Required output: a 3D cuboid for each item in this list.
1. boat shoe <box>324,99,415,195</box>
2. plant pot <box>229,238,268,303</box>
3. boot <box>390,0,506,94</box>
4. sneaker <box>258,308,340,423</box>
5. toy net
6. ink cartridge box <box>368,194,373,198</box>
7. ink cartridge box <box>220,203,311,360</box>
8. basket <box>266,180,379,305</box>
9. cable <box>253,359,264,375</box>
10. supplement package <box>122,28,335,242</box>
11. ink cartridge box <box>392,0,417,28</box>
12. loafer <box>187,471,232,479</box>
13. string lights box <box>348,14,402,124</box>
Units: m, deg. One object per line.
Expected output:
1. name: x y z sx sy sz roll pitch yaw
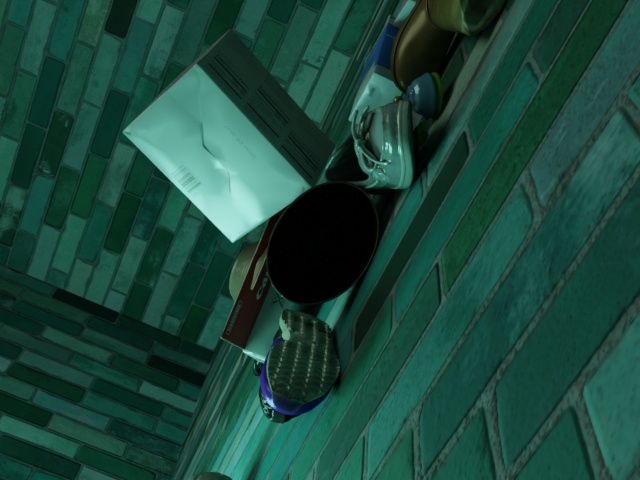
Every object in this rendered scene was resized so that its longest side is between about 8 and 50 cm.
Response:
1. boat shoe: 0.075 -0.131 1.256 0.320 0.103 0.118 146 121 -81
2. plant pot: -0.112 0.080 1.708 0.237 0.109 0.238 -50 -30 -43
3. boot: 0.189 -0.325 1.248 0.269 0.089 0.236 -114 39 -74
4. sneaker: -0.042 0.215 1.220 0.293 0.102 0.146 -75 6 -77
5. toy net: 0.142 -0.173 1.314 0.232 0.045 0.122 129 134 -75
6. ink cartridge box: 0.093 -0.109 1.500 0.048 0.028 0.083 -75 11 -52
7. ink cartridge box: -0.067 0.080 1.554 0.261 0.066 0.297 55 -125 -71
8. basket: 0.000 0.000 1.373 0.204 0.154 0.227 -55 3 1
9. cable: -0.109 0.221 1.867 0.150 0.047 0.185 -92 26 -75
10. supplement package: -0.147 -0.168 1.369 0.204 0.262 0.145 -32 20 34
11. ink cartridge box: 0.220 -0.535 1.792 0.109 0.063 0.151 132 161 -68
12. loafer: -0.233 0.573 1.489 0.111 0.112 0.320 25 -92 -61
13. string lights box: 0.138 -0.366 1.805 0.260 0.076 0.133 -74 11 -47
